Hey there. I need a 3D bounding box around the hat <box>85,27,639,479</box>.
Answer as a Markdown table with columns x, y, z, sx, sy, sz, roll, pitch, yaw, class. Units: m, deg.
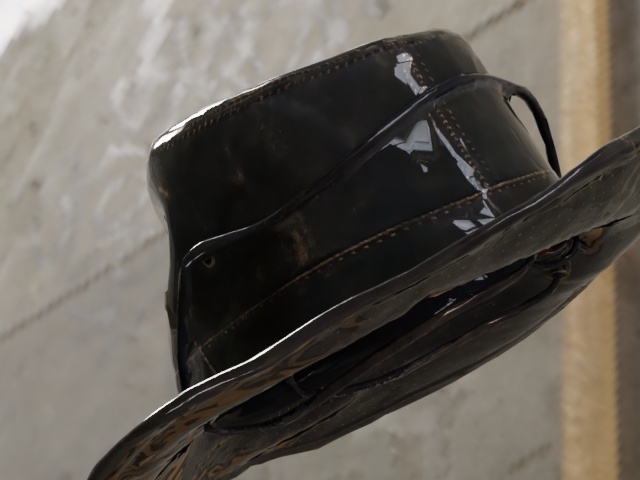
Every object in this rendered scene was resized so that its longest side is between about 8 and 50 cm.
| x | y | z | sx | sy | sz | roll | pitch | yaw | class |
| --- | --- | --- | --- | --- | --- | --- | --- | --- | --- |
| 0.000 | 0.000 | 0.750 | 0.331 | 0.331 | 0.134 | -39 | 78 | 29 | hat |
